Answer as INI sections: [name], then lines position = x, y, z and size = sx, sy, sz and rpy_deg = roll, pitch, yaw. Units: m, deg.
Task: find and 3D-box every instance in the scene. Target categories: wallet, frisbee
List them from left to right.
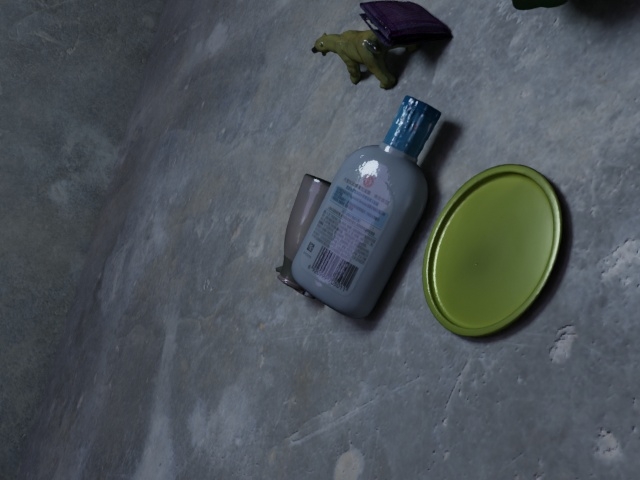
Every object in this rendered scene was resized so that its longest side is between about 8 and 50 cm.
[wallet]
position = 0.141, -0.372, 1.222
size = 0.166, 0.111, 0.030
rpy_deg = -115, 18, -50
[frisbee]
position = 0.217, 0.012, 0.931
size = 0.236, 0.017, 0.236
rpy_deg = -36, 43, 43

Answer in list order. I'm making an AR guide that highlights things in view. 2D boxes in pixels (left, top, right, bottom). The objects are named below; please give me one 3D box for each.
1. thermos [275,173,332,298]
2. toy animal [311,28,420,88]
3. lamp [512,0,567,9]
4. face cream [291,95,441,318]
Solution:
[thermos]
position = 0.000, 0.000, 1.219
size = 0.137, 0.105, 0.193
rpy_deg = 25, 97, 28
[toy animal]
position = 0.074, -0.345, 1.309
size = 0.219, 0.101, 0.103
rpy_deg = 33, 101, 60
[lamp]
position = 0.309, -0.417, 0.870
size = 0.284, 0.250, 0.250
rpy_deg = -9, 55, 11
[face cream]
position = 0.080, -0.057, 1.104
size = 0.163, 0.080, 0.336
rpy_deg = 32, 100, 34
